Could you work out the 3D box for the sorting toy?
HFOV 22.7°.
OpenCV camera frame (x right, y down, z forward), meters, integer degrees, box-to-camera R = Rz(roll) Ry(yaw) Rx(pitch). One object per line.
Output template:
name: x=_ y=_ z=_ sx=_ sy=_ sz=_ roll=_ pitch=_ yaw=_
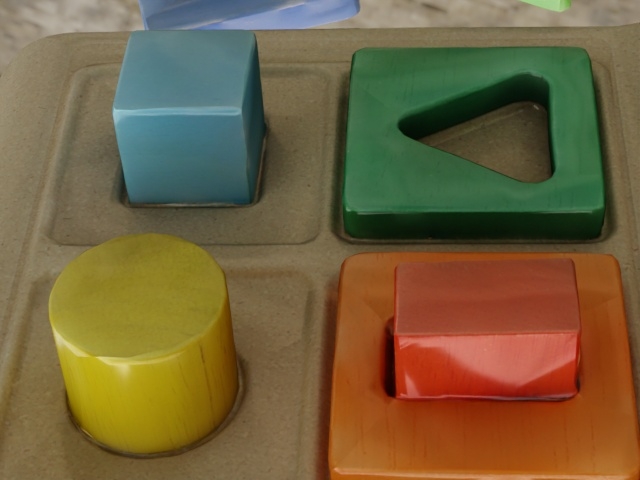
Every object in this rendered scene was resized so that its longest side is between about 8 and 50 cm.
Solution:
sorting toy: x=0.000 y=0.000 z=0.361 sx=0.196 sy=0.348 sz=0.047 roll=-3 pitch=134 yaw=7
